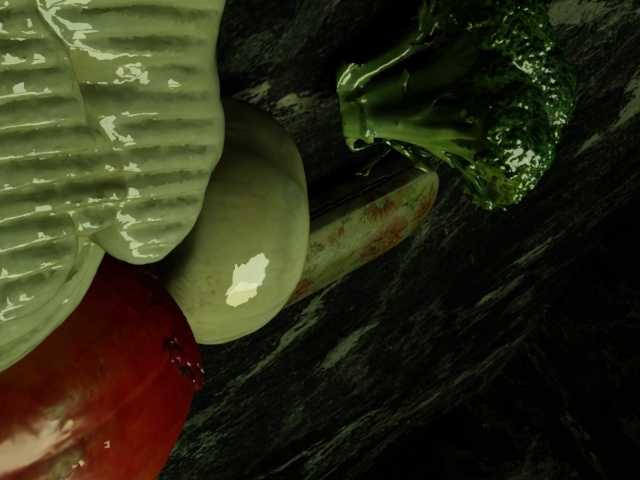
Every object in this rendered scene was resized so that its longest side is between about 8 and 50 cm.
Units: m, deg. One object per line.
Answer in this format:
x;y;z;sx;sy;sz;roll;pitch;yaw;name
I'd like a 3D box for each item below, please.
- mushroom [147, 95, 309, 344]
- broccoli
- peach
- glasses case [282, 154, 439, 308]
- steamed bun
-0.132;-0.024;1.189;0.234;0.254;0.260;9;168;-11;mushroom
0.162;-0.166;1.375;0.283;0.304;0.321;-9;155;0;broccoli
-0.277;0.127;0.988;0.370;0.370;0.370;-36;160;-15;peach
0.000;0.000;1.619;0.425;0.098;0.156;-27;152;-35;glasses case
-0.233;-0.108;0.692;0.342;0.255;0.368;-19;119;-46;steamed bun
